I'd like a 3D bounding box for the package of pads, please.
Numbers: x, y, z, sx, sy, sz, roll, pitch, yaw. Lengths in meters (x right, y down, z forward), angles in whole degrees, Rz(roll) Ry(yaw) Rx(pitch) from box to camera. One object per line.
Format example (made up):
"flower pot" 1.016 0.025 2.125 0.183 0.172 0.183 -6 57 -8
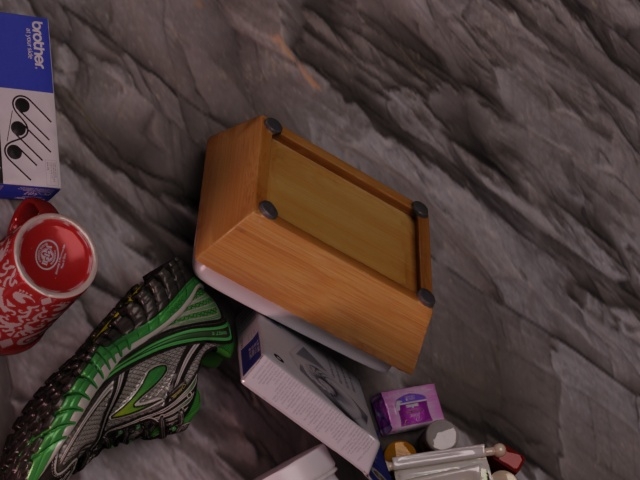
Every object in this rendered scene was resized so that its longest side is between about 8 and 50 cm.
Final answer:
"package of pads" 0.104 0.200 2.048 0.083 0.032 0.050 -7 71 -33

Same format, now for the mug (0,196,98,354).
"mug" -0.309 0.025 1.785 0.113 0.169 0.150 -13 78 -33

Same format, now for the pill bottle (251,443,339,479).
"pill bottle" 0.027 0.386 1.838 0.181 0.181 0.323 -26 86 -35

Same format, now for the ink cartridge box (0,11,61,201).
"ink cartridge box" -0.345 -0.149 1.907 0.097 0.046 0.207 4 69 -31

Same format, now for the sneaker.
"sneaker" -0.203 0.168 1.814 0.146 0.134 0.343 46 54 -8

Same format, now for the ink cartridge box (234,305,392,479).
"ink cartridge box" 0.005 0.171 1.904 0.224 0.223 0.045 40 98 -13

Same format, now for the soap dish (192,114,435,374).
"soap dish" 0.000 0.000 1.968 0.291 0.118 0.229 29 34 -20

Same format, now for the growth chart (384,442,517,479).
"growth chart" 0.142 0.347 1.953 0.172 0.021 0.237 1 81 -4

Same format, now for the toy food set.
"toy food set" 0.178 0.295 2.037 0.232 0.104 0.111 28 71 2
